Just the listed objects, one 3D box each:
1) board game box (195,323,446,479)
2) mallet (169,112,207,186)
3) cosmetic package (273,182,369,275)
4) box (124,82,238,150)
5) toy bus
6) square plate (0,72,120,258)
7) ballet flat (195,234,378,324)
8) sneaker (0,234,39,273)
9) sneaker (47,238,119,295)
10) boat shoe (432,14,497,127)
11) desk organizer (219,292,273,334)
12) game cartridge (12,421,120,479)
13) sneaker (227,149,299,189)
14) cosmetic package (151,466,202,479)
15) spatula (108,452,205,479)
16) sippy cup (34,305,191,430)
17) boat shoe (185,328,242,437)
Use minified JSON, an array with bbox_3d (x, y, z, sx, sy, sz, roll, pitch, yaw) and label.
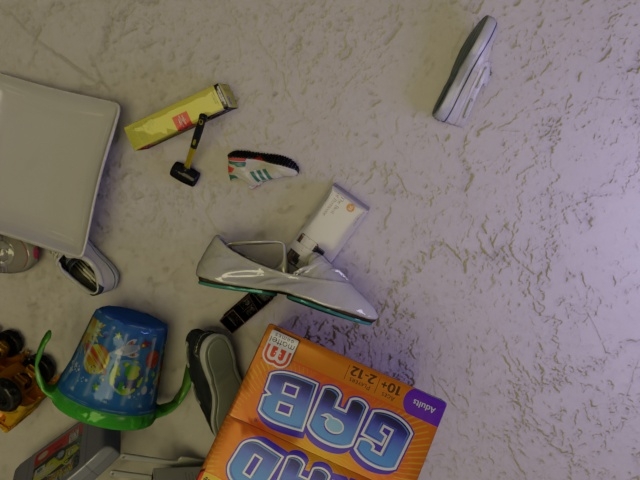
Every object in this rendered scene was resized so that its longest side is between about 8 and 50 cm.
[{"bbox_3d":[-0.009,0.402,1.349,0.356,0.356,0.357,24,82,2],"label":"board game box"},{"bbox_3d":[-0.266,-0.190,1.440,0.062,0.039,0.190,33,132,-6],"label":"mallet"},{"bbox_3d":[0.000,0.000,1.472,0.098,0.060,0.239,34,103,-2],"label":"cosmetic package"},{"bbox_3d":[-0.298,-0.265,1.444,0.232,0.087,0.058,-22,98,9],"label":"box"},{"bbox_3d":[-0.766,0.345,1.596,0.220,0.149,0.211,40,118,0],"label":"toy bus"},{"bbox_3d":[-0.627,-0.170,1.486,0.343,0.049,0.348,16,92,11],"label":"square plate"},{"bbox_3d":[-0.064,0.072,1.408,0.399,0.139,0.139,13,102,7],"label":"ballet flat"},{"bbox_3d":[-0.777,0.037,1.541,0.252,0.111,0.103,-2,100,7],"label":"sneaker"},{"bbox_3d":[-0.570,0.023,1.525,0.258,0.091,0.094,40,102,0],"label":"sneaker"},{"bbox_3d":[0.311,-0.341,1.372,0.075,0.083,0.226,23,114,-10],"label":"boat shoe"},{"bbox_3d":[-0.165,0.153,1.525,0.130,0.050,0.047,-41,94,12],"label":"desk organizer"},{"bbox_3d":[-0.592,0.522,1.545,0.294,0.196,0.060,-36,120,-1],"label":"game cartridge"},{"bbox_3d":[-0.126,-0.148,1.469,0.161,0.057,0.076,9,118,3],"label":"sneaker"},{"bbox_3d":[-0.297,0.626,1.536,0.183,0.151,0.152,4,114,-21],"label":"cosmetic package"},{"bbox_3d":[-0.402,0.558,1.567,0.168,0.242,0.019,-47,48,15],"label":"spatula"},{"bbox_3d":[-0.452,0.273,1.503,0.239,0.305,0.224,18,92,31],"label":"sippy cup"},{"bbox_3d":[-0.240,0.338,1.549,0.091,0.114,0.303,13,116,40],"label":"boat shoe"}]
